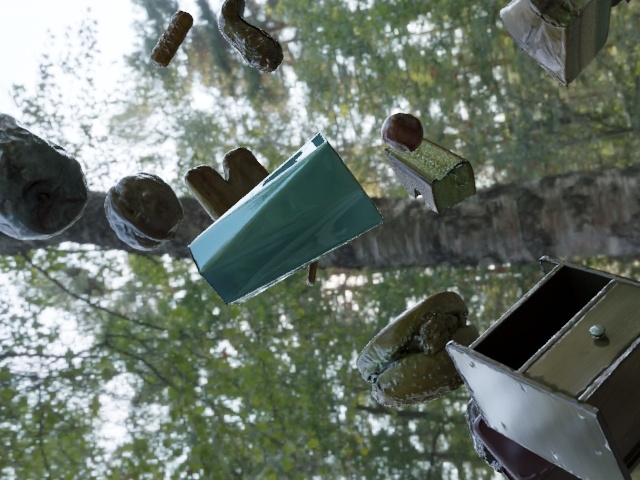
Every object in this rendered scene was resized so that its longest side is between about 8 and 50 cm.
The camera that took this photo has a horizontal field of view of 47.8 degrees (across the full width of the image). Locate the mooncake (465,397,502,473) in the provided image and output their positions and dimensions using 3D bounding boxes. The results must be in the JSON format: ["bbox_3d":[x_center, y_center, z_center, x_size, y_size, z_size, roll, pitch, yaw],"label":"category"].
[{"bbox_3d":[0.495,0.443,1.728,0.141,0.283,0.283,-97,-14,-57],"label":"mooncake"}]

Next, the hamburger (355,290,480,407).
[{"bbox_3d":[0.150,0.169,1.058,0.122,0.189,0.215,59,-178,21],"label":"hamburger"}]

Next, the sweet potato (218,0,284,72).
[{"bbox_3d":[-0.146,-0.404,1.398,0.233,0.081,0.062,57,161,28],"label":"sweet potato"}]

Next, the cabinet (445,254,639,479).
[{"bbox_3d":[0.285,0.136,0.782,0.175,0.215,0.148,-39,-63,-17],"label":"cabinet"}]

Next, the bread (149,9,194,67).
[{"bbox_3d":[-0.366,-0.495,1.776,0.052,0.157,0.044,35,-165,-5],"label":"bread"}]

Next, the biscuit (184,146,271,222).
[{"bbox_3d":[-0.181,-0.092,1.804,0.290,0.062,0.237,49,-136,4],"label":"biscuit"}]

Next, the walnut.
[{"bbox_3d":[-0.495,-0.080,2.031,0.224,0.224,0.224,-10,-90,-70],"label":"walnut"}]

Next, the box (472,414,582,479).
[{"bbox_3d":[0.424,0.318,1.274,0.193,0.294,0.167,47,-175,41],"label":"box"}]

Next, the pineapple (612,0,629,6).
[{"bbox_3d":[0.643,-0.562,1.595,0.116,0.137,0.069,-59,-39,-21],"label":"pineapple"}]

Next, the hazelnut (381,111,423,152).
[{"bbox_3d":[0.165,-0.218,1.459,0.086,0.086,0.086,-10,-90,-70],"label":"hazelnut"}]

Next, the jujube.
[{"bbox_3d":[-0.637,-0.133,1.498,0.215,0.308,0.246,-56,-40,-4],"label":"jujube"}]

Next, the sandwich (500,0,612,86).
[{"bbox_3d":[0.524,-0.460,1.512,0.227,0.155,0.198,45,177,-7],"label":"sandwich"}]

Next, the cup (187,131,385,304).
[{"bbox_3d":[-0.051,-0.019,0.953,0.148,0.236,0.134,51,-175,-46],"label":"cup"}]

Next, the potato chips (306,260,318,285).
[{"bbox_3d":[0.000,0.000,1.576,0.026,0.037,0.204,-166,93,-83],"label":"potato chips"}]

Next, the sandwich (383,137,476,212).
[{"bbox_3d":[0.272,-0.180,1.837,0.236,0.122,0.128,44,162,47],"label":"sandwich"}]
